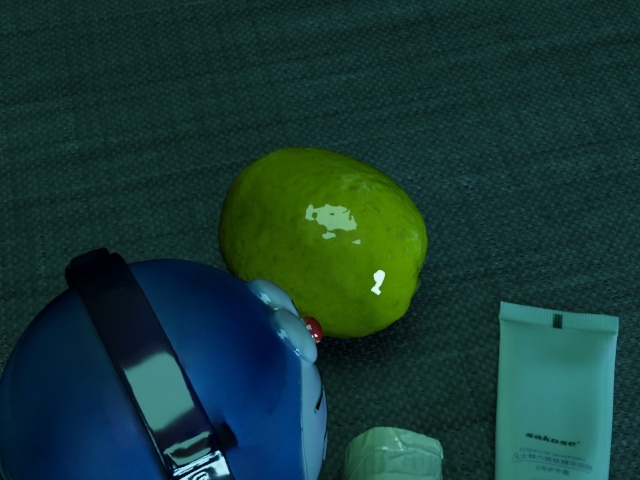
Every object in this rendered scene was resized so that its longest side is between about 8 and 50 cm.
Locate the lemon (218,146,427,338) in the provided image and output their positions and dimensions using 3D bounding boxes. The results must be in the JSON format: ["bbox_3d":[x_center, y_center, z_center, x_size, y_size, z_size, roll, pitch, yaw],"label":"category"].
[{"bbox_3d":[0.000,0.000,1.069,0.207,0.170,0.170,27,57,22],"label":"lemon"}]

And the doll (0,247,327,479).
[{"bbox_3d":[-0.102,0.147,0.859,0.240,0.310,0.284,-23,55,-15],"label":"doll"}]

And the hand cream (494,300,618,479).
[{"bbox_3d":[0.196,0.175,1.001,0.109,0.067,0.320,7,47,7],"label":"hand cream"}]

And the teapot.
[{"bbox_3d":[0.068,0.255,0.926,0.107,0.077,0.200,22,48,-22],"label":"teapot"}]
